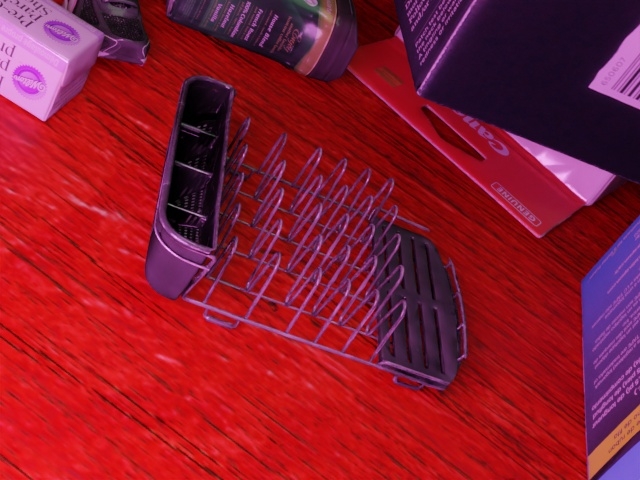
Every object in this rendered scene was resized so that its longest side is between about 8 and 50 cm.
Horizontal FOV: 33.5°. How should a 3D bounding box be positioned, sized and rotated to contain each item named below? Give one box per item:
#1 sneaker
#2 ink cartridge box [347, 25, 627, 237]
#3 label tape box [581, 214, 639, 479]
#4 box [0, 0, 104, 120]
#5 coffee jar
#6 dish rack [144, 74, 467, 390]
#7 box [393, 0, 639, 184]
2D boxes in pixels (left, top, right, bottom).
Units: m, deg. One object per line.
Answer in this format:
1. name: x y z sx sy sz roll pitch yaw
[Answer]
1. sneaker: -0.189 -0.229 0.928 0.072 0.077 0.178 1 47 -37
2. ink cartridge box: 0.198 -0.153 1.161 0.296 0.066 0.261 44 35 15
3. label tape box: 0.320 0.073 0.823 0.115 0.249 0.347 27 35 -9
4. box: -0.323 -0.210 0.809 0.324 0.063 0.067 33 36 -2
5. coffee jar: -0.053 -0.223 1.029 0.184 0.079 0.096 20 34 -18
6. dish rack: 0.000 0.000 0.809 0.272 0.074 0.208 22 37 -17
7. box: 0.338 -0.310 1.146 0.480 0.297 0.471 19 39 -20
